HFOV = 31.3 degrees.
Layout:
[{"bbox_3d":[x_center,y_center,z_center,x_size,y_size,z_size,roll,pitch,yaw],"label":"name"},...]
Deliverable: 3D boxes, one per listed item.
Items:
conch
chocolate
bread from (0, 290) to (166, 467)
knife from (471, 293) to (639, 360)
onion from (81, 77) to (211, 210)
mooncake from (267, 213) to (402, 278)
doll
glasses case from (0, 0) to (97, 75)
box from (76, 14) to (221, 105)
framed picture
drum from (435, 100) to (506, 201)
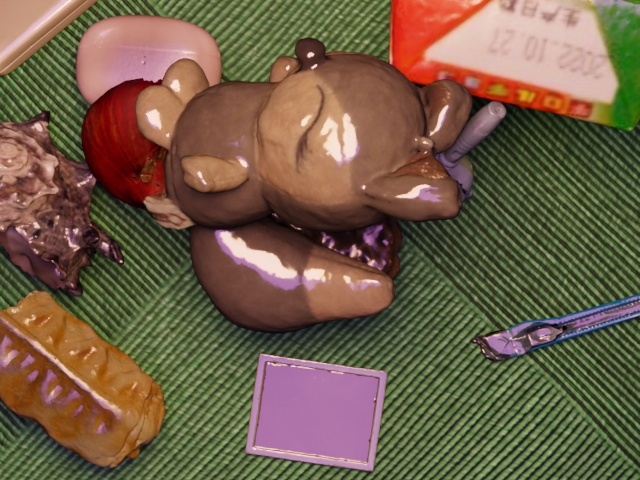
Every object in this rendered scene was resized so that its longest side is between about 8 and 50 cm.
[{"bbox_3d":[-0.396,-0.059,1.502,0.186,0.240,0.313,-35,101,12],"label":"conch"},{"bbox_3d":[0.249,-0.265,1.456,0.341,0.360,0.161,13,103,1],"label":"chocolate"},{"bbox_3d":[-0.335,0.193,1.544,0.267,0.130,0.152,37,84,0],"label":"bread"},{"bbox_3d":[0.358,0.113,1.592,0.296,0.026,0.044,-17,76,0],"label":"knife"},{"bbox_3d":[-0.192,-0.115,1.501,0.248,0.248,0.161,11,82,1],"label":"onion"},{"bbox_3d":[0.000,0.000,1.550,0.228,0.124,0.228,0,90,0],"label":"mooncake"},{"bbox_3d":[0.006,-0.066,1.343,0.382,0.378,0.252,5,55,21],"label":"doll"},{"bbox_3d":[-0.375,-0.374,1.591,0.313,0.070,0.131,-40,88,-1],"label":"glasses case"},{"bbox_3d":[-0.237,-0.237,1.576,0.200,0.088,0.146,5,90,0],"label":"box"},{"bbox_3d":[-0.006,0.240,1.597,0.183,0.011,0.142,8,88,0],"label":"framed picture"},{"bbox_3d":[0.188,-0.104,1.499,0.130,0.253,0.049,31,62,-24],"label":"drum"}]
